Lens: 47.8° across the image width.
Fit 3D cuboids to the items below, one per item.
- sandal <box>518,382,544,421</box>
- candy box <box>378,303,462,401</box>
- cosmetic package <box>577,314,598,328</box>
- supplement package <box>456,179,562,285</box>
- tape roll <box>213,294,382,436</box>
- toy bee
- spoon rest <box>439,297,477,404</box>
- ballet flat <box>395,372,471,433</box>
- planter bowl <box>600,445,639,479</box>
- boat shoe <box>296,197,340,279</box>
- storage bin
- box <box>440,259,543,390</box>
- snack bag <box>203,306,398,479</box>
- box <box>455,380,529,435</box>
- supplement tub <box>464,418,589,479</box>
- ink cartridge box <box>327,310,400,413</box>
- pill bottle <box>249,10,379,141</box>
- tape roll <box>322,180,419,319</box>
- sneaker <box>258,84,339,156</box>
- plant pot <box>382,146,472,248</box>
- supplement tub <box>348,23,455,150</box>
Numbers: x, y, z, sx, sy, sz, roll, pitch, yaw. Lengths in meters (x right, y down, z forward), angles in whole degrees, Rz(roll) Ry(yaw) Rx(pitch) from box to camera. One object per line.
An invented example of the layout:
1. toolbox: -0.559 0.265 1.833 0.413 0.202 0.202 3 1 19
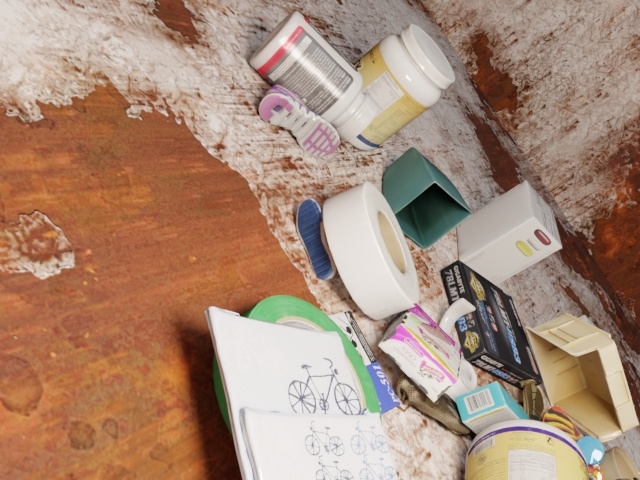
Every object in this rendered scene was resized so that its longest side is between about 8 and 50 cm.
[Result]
1. sandal: 0.537 0.450 1.864 0.072 0.049 0.180 32 50 -26
2. candy box: 0.215 0.223 1.511 0.159 0.071 0.233 45 15 4
3. cosmetic package: 0.825 0.369 2.272 0.151 0.151 0.183 43 30 -20
4. supplement package: 0.559 -0.015 2.169 0.145 0.262 0.204 42 30 -21
5. tape roll: -0.030 0.247 1.184 0.321 0.077 0.321 37 33 -30
6. toy bee: 0.652 0.568 1.815 0.195 0.162 0.298 52 -7 -38
7. spoon rest: 0.318 0.272 1.706 0.137 0.084 0.276 36 46 -28
8. ballet flat: 0.236 0.348 1.514 0.250 0.058 0.084 39 14 -36
9. planter bowl: 0.794 0.654 1.959 0.162 0.109 0.162 36 34 -29
10. boat shoe: 0.000 0.000 1.522 0.066 0.066 0.183 16 56 -56
11. storage bin: 0.695 0.357 1.917 0.260 0.123 0.262 -140 -152 -74
12. box: 0.464 0.233 1.961 0.293 0.073 0.295 30 38 -37
13. snack bag: -0.013 0.263 1.075 0.323 0.037 0.342 18 44 -47
14. box: 0.386 0.389 1.579 0.244 0.101 0.060 45 25 -48
15. supplement tub: 0.383 0.524 1.337 0.241 0.241 0.331 47 29 -13
16. ink cartridge box: 0.066 0.237 1.372 0.097 0.046 0.207 -4 62 -58
17. pill bottle: -0.007 -0.401 1.810 0.318 0.176 0.176 41 31 -18
18. tape roll: 0.112 0.021 1.549 0.286 0.100 0.286 57 20 -33
19. sneaker: -0.049 -0.297 1.741 0.236 0.095 0.104 34 27 -32
20. plant pot: 0.272 -0.137 1.980 0.165 0.166 0.234 35 27 -33
21. supplement tub: 0.186 -0.418 1.984 0.228 0.316 0.228 38 32 -29
